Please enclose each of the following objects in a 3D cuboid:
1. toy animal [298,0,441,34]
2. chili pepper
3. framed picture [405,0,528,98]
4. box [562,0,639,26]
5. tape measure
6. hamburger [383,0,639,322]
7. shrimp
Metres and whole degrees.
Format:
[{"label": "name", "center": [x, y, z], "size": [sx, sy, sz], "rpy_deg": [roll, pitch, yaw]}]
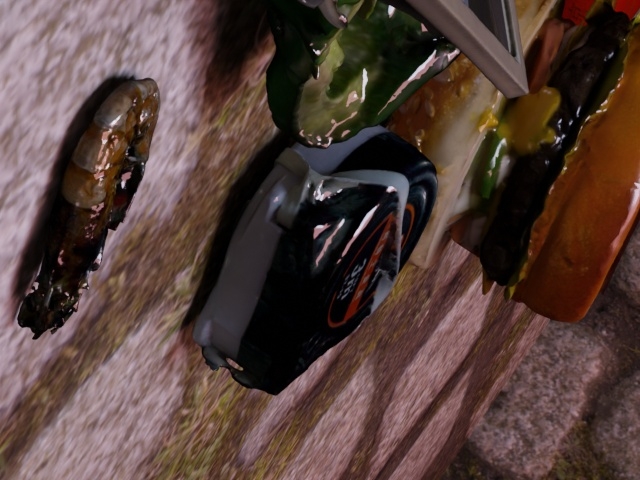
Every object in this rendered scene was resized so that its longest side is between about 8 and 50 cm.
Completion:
[{"label": "toy animal", "center": [-0.036, -0.155, 0.752], "size": [0.082, 0.137, 0.269], "rpy_deg": [-62, 158, -1]}, {"label": "chili pepper", "center": [0.009, -0.164, 0.981], "size": [0.148, 0.116, 0.264], "rpy_deg": [-43, 161, -15]}, {"label": "framed picture", "center": [0.037, -0.179, 0.754], "size": [0.260, 0.023, 0.189], "rpy_deg": [28, 53, -67]}, {"label": "box", "center": [0.329, -0.306, 1.858], "size": [0.240, 0.074, 0.153], "rpy_deg": [-51, 160, -27]}, {"label": "tape measure", "center": [0.003, -0.002, 1.266], "size": [0.181, 0.107, 0.182], "rpy_deg": [-34, 152, -54]}, {"label": "hamburger", "center": [0.169, -0.082, 1.435], "size": [0.291, 0.225, 0.291], "rpy_deg": [-61, 172, -15]}, {"label": "shrimp", "center": [-0.120, -0.016, 0.954], "size": [0.161, 0.034, 0.091], "rpy_deg": [-65, 166, 21]}]
